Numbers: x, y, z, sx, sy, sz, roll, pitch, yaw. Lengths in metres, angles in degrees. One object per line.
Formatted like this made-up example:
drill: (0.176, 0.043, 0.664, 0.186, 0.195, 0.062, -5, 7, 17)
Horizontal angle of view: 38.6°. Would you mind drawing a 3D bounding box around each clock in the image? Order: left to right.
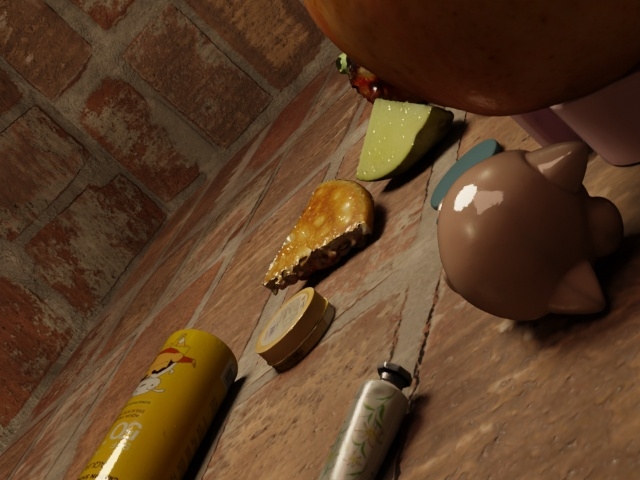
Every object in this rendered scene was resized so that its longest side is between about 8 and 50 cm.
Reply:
clock: (0.319, -0.187, 0.736, 0.290, 0.080, 0.275, -49, 13, -4)

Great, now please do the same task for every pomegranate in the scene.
pomegranate: (0.150, -0.244, 0.679, 0.338, 0.338, 0.338, -44, 13, 13)

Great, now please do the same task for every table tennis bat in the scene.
table tennis bat: (0.157, -0.063, 1.023, 0.100, 0.019, 0.155, -37, 15, 38)

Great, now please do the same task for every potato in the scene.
potato: (0.126, -0.126, 1.255, 0.149, 0.081, 0.120, 22, 100, 59)

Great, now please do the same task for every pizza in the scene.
pizza: (0.000, 0.000, 1.252, 0.193, 0.053, 0.201, -43, 25, 11)

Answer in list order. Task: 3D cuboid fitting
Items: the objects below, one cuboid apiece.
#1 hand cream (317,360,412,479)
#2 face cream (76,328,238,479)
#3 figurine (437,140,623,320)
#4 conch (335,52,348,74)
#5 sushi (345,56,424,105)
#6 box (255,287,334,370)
hand cream: (0.019, 0.179, 0.695, 0.067, 0.042, 0.194, -25, 29, 55)
face cream: (-0.203, 0.250, 1.051, 0.105, 0.105, 0.349, -37, 16, 37)
figurine: (0.147, -0.004, 0.666, 0.138, 0.125, 0.125, -11, 37, 53)
conch: (0.141, -0.348, 1.645, 0.250, 0.137, 0.143, -47, 9, -8)
sushi: (0.184, -0.344, 1.420, 0.343, 0.196, 0.182, -41, 56, 46)
box: (-0.031, 0.104, 1.084, 0.105, 0.037, 0.105, -45, 13, 14)
